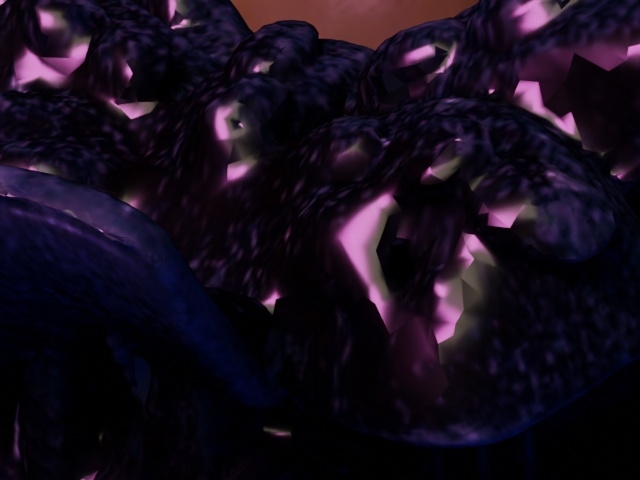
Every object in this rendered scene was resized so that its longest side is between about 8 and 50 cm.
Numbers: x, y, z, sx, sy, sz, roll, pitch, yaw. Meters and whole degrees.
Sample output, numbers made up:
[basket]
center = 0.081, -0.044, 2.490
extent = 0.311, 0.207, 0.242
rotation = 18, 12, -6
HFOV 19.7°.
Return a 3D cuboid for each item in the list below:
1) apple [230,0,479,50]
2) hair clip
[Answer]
[apple]
center = 0.038, -0.136, 0.742
extent = 0.258, 0.233, 0.295
rotation = -36, 41, -1
[hair clip]
center = -0.005, 0.004, 0.462
extent = 0.310, 0.194, 0.206
rotation = 2, 42, 34
